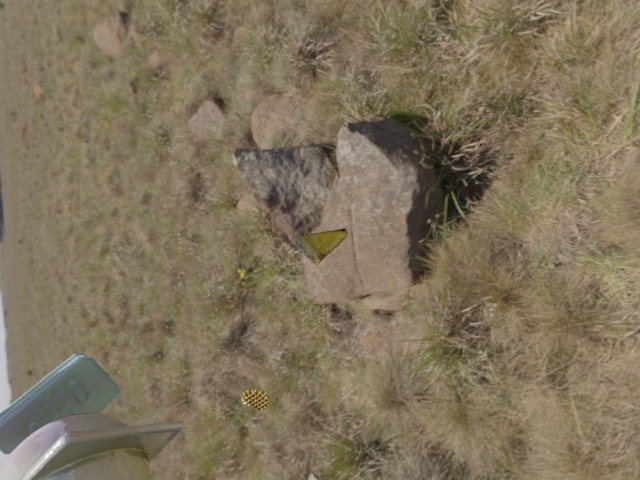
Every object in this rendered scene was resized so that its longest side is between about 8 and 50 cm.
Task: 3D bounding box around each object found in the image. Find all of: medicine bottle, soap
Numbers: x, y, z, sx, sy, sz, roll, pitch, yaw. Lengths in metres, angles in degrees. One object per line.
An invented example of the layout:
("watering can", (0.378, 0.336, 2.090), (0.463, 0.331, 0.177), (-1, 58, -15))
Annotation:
("medicine bottle", (-0.437, 0.443, 0.701), (0.406, 0.235, 0.236), (-46, 51, 9))
("soap", (-0.739, 0.471, 1.181), (0.095, 0.289, 0.173), (-11, 116, 51))

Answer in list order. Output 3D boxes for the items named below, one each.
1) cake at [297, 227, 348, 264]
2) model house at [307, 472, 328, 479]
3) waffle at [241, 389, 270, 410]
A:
("cake", (-0.001, 0.002, 1.367), (0.116, 0.185, 0.080), (39, 148, 4))
("model house", (0.081, 0.920, 1.031), (0.446, 0.399, 0.395), (-61, 13, -11))
("waffle", (-0.187, 0.460, 1.215), (0.016, 0.085, 0.078), (-97, 26, -63))
